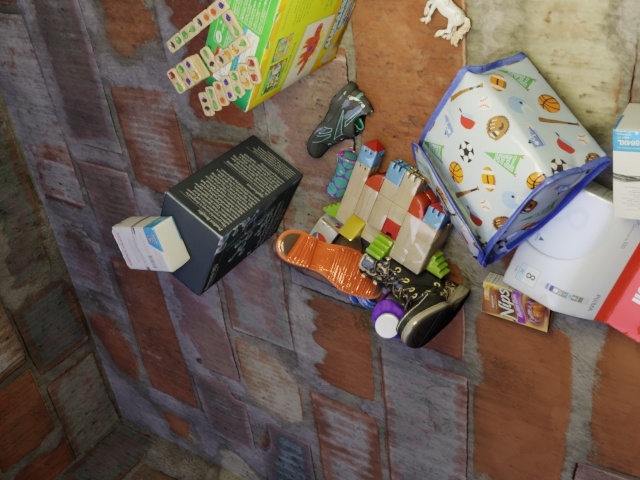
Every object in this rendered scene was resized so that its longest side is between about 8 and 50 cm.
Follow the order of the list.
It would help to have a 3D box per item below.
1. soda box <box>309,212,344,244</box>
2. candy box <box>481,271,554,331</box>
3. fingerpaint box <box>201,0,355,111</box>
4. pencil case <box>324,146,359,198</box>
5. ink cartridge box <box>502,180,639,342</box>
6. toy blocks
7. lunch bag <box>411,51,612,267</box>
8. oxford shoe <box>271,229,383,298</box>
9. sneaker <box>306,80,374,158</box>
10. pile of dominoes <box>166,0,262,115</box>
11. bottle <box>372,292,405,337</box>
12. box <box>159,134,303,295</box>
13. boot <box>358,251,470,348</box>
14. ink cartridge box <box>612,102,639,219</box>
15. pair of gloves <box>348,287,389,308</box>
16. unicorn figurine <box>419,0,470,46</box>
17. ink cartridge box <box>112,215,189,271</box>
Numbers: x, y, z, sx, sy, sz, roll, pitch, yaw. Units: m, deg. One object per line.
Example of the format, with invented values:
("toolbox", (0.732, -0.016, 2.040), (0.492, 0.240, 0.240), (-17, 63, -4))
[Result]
("soda box", (0.000, 0.000, 2.163), (0.074, 0.069, 0.216), (42, 137, 6))
("candy box", (0.529, 0.165, 1.872), (0.187, 0.053, 0.109), (18, 131, 30))
("fingerpaint box", (-0.059, -0.561, 1.560), (0.163, 0.371, 0.444), (39, 139, 11))
("pencil case", (0.063, -0.188, 1.973), (0.070, 0.064, 0.151), (23, 134, 2))
("ink cartridge box", (0.651, 0.057, 1.596), (0.385, 0.091, 0.308), (33, 124, 25))
("toy blocks", (0.213, -0.101, 1.856), (0.381, 0.191, 0.260), (36, 125, 24))
("lunch bag", (0.378, -0.159, 1.564), (0.327, 0.239, 0.385), (62, 151, 20))
("oxford shoe", (0.023, 0.071, 2.102), (0.364, 0.129, 0.133), (29, 166, -14))
("sneaker", (0.049, -0.299, 1.876), (0.106, 0.101, 0.267), (40, 138, 4))
("pile of dominoes", (-0.245, -0.390, 1.540), (0.251, 0.040, 0.195), (-18, 107, 47))
("bottle", (0.208, 0.222, 2.014), (0.118, 0.283, 0.092), (38, 100, 6))
("box", (-0.281, -0.080, 2.087), (0.212, 0.395, 0.293), (39, 138, 9))
("boot", (0.223, 0.131, 1.881), (0.284, 0.377, 0.138), (37, 119, 20))
("ink cartridge box", (0.663, -0.162, 1.443), (0.086, 0.148, 0.203), (9, 125, 33))
("pair of gloves", (0.134, 0.135, 2.191), (0.159, 0.023, 0.198), (44, 137, 4))
("unicorn figurine", (0.273, -0.521, 1.564), (0.162, 0.060, 0.111), (35, 139, -11))
("ink cartridge box", (-0.477, 0.008, 1.956), (0.191, 0.082, 0.139), (3, 121, 41))
